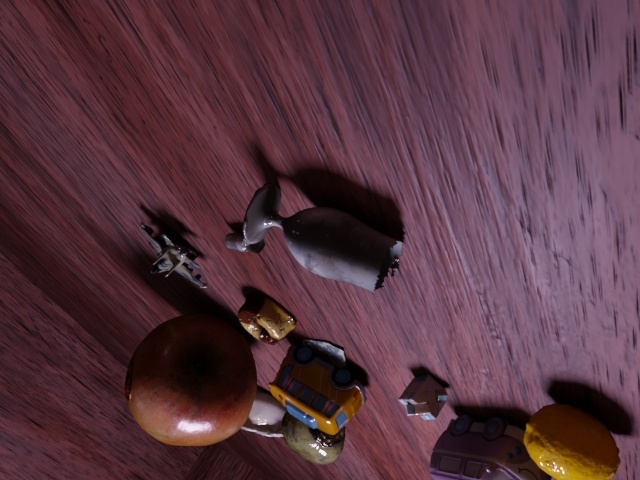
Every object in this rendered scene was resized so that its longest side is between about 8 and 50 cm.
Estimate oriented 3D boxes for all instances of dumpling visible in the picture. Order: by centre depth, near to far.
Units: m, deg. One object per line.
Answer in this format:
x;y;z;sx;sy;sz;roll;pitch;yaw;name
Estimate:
-0.188;0.556;1.971;0.229;0.151;0.124;29;126;13;dumpling

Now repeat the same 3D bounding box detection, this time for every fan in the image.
0.012;0.272;1.421;0.131;0.009;0.240;32;153;6;fan

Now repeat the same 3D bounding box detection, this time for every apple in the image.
-0.333;0.358;1.582;0.338;0.338;0.305;38;140;-6;apple

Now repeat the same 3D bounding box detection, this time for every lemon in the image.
0.385;0.314;0.949;0.155;0.114;0.114;30;153;0;lemon

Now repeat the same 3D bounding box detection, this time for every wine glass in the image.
0.000;0.000;0.880;0.222;0.103;0.103;23;151;23;wine glass
-0.140;0.002;1.115;0.083;0.042;0.039;7;113;46;wine glass

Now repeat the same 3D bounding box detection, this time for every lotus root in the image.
-0.023;0.538;1.750;0.173;0.173;0.309;37;160;-5;lotus root

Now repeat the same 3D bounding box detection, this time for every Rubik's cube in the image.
0.200;0.308;1.191;0.073;0.084;0.075;42;169;-5;Rubik's cube

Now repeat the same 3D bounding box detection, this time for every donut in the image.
-0.120;0.175;1.362;0.140;0.059;0.140;28;150;18;donut

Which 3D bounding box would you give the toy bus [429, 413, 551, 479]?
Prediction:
0.322;0.424;1.169;0.142;0.142;0.202;42;153;-15;toy bus

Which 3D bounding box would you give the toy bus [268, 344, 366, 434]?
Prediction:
-0.013;0.340;1.399;0.209;0.136;0.126;26;151;24;toy bus

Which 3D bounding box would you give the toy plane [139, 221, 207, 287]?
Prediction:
-0.332;0.039;1.358;0.192;0.088;0.262;47;162;-11;toy plane
